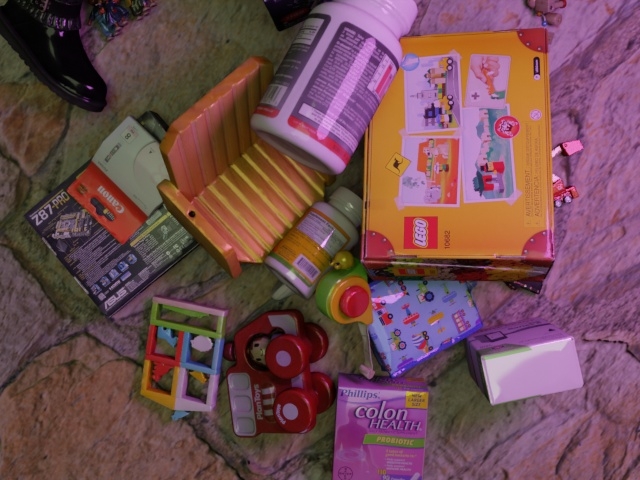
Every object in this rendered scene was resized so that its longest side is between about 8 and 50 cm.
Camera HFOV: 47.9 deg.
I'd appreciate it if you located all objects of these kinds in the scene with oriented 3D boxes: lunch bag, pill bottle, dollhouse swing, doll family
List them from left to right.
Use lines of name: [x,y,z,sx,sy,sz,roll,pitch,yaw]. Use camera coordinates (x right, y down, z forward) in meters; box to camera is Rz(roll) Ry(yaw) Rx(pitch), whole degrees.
doll family: [-0.470,-0.553,1.678,0.193,0.076,0.111,-31,98,7]
dollhouse swing: [-0.137,-0.153,1.536,0.315,0.305,0.347,47,72,-2]
pill bottle: [0.000,0.000,1.625,0.136,0.136,0.246,41,79,-2]
pill bottle: [0.033,-0.330,1.416,0.210,0.210,0.363,29,87,-1]
lunch bag: [0.239,0.154,1.701,0.293,0.138,0.221,-25,91,-5]

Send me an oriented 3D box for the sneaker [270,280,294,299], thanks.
sneaker: [-0.017,0.093,1.724,0.212,0.080,0.094,-35,105,3]

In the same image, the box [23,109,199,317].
box: [-0.446,-0.061,1.710,0.395,0.097,0.318,-40,94,4]

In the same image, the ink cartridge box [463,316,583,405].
ink cartridge box: [0.443,0.264,1.622,0.198,0.273,0.115,-13,92,3]

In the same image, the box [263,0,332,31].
box: [0.013,-0.621,1.535,0.343,0.312,0.179,-24,93,5]

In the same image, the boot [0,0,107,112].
boot: [-0.562,-0.488,1.625,0.348,0.131,0.260,46,111,-2]

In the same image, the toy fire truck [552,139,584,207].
toy fire truck: [0.537,-0.143,1.694,0.192,0.047,0.135,-24,94,5]

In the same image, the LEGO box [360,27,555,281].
LEGO box: [0.287,-0.174,1.524,0.372,0.193,0.500,0,76,12]

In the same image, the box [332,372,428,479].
box: [0.140,0.455,1.726,0.213,0.117,0.243,4,95,2]

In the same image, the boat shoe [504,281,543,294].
boat shoe: [0.464,0.098,1.717,0.133,0.049,0.042,13,87,-4]

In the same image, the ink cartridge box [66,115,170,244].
ink cartridge box: [-0.439,-0.134,1.632,0.189,0.066,0.232,44,89,-1]

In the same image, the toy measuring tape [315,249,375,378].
toy measuring tape: [0.054,0.175,1.576,0.121,0.121,0.330,-6,115,2]

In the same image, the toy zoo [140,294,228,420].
toy zoo: [-0.334,0.294,1.750,0.192,0.030,0.293,11,96,14]

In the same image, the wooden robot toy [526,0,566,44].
wooden robot toy: [0.511,-0.543,1.657,0.076,0.079,0.173,-21,121,-29]

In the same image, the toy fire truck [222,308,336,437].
toy fire truck: [-0.116,0.319,1.712,0.253,0.169,0.302,-7,94,21]
